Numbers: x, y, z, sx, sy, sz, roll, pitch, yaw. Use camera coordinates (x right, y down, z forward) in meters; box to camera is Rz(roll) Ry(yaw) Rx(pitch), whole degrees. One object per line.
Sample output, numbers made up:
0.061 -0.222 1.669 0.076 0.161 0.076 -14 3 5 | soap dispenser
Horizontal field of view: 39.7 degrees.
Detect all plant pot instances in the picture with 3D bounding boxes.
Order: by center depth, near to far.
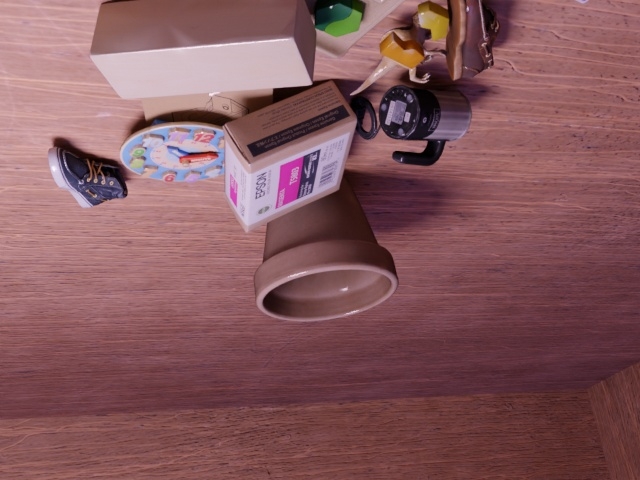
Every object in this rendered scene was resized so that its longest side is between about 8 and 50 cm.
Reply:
0.000 0.000 1.638 0.262 0.229 0.263 -7 155 -3 | plant pot

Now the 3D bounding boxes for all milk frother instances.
0.140 -0.201 1.427 0.134 0.143 0.129 -3 131 -44 | milk frother

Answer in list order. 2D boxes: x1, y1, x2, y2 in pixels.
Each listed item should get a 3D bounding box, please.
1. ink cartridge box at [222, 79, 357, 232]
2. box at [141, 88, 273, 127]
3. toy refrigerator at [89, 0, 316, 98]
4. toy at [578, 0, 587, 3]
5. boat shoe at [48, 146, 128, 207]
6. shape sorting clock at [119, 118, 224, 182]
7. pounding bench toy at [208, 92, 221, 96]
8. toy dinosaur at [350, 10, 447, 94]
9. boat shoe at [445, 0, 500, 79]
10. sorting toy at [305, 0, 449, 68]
-0.055 -0.131 1.436 0.193 0.088 0.235 -27 161 -17 | ink cartridge box
-0.174 -0.203 1.390 0.201 0.021 0.164 -6 156 -5 | box
-0.148 -0.257 1.146 0.269 0.094 0.102 -3 155 14 | toy refrigerator
0.313 -0.369 1.146 0.237 0.056 0.137 8 150 -32 | toy
-0.385 -0.112 1.476 0.083 0.065 0.183 -12 161 2 | boat shoe
-0.221 -0.139 1.440 0.206 0.040 0.206 -7 156 -3 | shape sorting clock
-0.142 -0.256 1.253 0.052 0.083 0.065 -17 123 12 | pounding bench toy
0.125 -0.275 1.316 0.092 0.053 0.183 22 137 -23 | toy dinosaur
0.216 -0.300 1.253 0.073 0.073 0.207 -12 163 3 | boat shoe
0.051 -0.316 1.146 0.307 0.041 0.229 18 145 -31 | sorting toy
